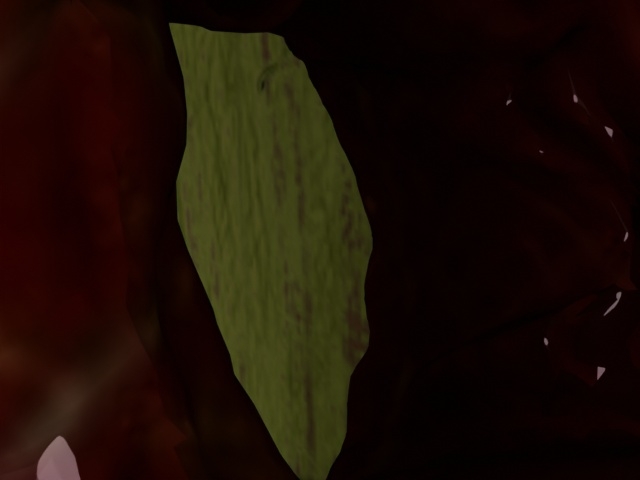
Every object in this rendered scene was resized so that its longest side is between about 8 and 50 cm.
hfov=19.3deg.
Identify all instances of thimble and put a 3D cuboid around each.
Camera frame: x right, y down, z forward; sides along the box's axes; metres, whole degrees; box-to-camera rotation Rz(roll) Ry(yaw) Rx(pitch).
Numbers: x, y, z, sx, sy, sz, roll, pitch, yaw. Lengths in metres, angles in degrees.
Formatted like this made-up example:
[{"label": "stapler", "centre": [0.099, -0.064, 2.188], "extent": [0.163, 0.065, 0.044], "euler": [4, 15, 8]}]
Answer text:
[{"label": "thimble", "centre": [0.000, 0.000, 0.538], "extent": [0.230, 0.350, 0.350], "euler": [-5, 103, 54]}]
